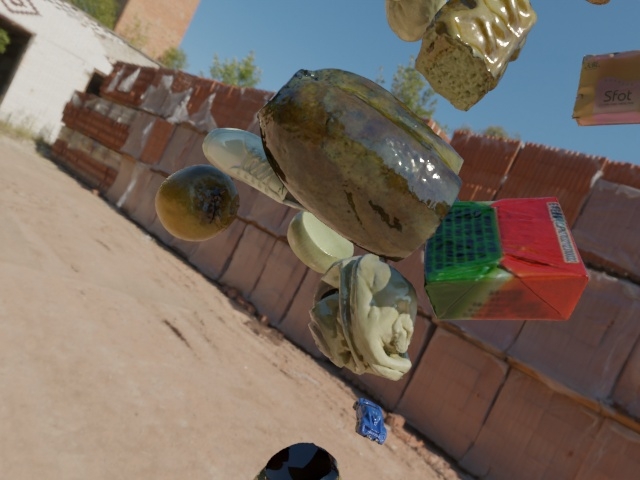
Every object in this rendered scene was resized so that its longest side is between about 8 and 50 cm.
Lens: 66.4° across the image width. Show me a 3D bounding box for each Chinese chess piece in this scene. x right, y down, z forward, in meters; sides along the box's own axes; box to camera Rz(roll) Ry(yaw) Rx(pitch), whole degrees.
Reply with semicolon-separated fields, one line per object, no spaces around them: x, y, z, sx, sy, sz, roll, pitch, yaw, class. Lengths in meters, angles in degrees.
0.000;0.000;1.712;0.250;0.101;0.250;32;32;-23;Chinese chess piece

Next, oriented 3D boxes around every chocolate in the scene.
0.432;0.043;1.213;0.340;0.162;0.360;-2;33;15;chocolate

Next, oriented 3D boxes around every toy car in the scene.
0.162;0.569;1.575;0.103;0.063;0.216;27;13;-5;toy car

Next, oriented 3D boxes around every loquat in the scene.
-0.264;-0.083;1.034;0.204;0.172;0.150;21;-39;43;loquat

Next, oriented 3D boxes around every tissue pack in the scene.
0.919;-0.457;1.473;0.122;0.215;0.256;7;3;-40;tissue pack

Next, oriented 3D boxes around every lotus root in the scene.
0.054;-0.137;0.826;0.346;0.250;0.250;39;-1;-8;lotus root

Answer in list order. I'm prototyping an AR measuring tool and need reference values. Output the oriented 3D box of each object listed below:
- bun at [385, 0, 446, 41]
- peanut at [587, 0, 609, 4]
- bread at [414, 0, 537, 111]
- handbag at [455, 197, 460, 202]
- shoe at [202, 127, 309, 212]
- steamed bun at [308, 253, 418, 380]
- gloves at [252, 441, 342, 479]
0.257;-0.666;1.314;0.159;0.260;0.259;17;2;-4;bun
0.653;-0.658;1.187;0.193;0.089;0.089;45;-7;-24;peanut
0.342;-0.441;1.086;0.195;0.252;0.239;30;-17;11;bread
0.440;-0.145;1.775;0.308;0.093;0.254;40;16;-50;handbag
-0.096;-0.131;0.949;0.264;0.095;0.110;23;14;-32;shoe
0.088;0.215;1.302;0.237;0.347;0.394;-9;-21;-15;steamed bun
-0.009;0.431;0.645;0.154;0.332;0.141;-11;19;-10;gloves
